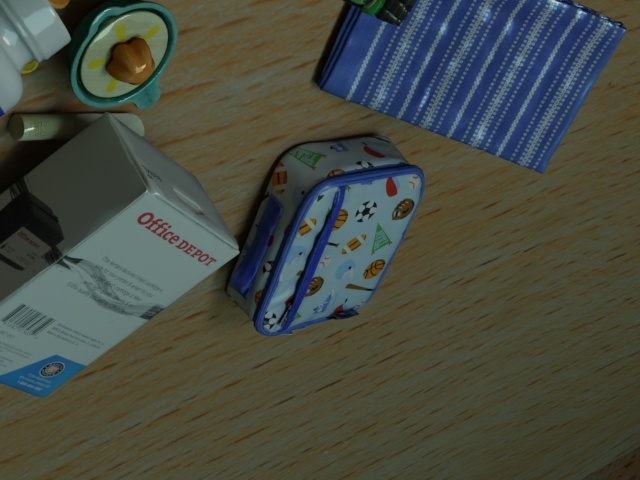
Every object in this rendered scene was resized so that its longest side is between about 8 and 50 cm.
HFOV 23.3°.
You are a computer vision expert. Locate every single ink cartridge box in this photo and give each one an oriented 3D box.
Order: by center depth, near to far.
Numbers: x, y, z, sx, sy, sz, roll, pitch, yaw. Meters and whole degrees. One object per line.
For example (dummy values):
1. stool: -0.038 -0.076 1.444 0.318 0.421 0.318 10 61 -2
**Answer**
1. ink cartridge box: -0.281 0.024 1.769 0.307 0.129 0.223 -36 151 9

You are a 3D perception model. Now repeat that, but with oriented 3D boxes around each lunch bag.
1. lunch bag: 0.000 0.000 2.169 0.243 0.115 0.303 -13 137 -40

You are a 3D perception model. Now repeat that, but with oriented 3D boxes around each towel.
1. towel: 0.188 -0.233 1.971 0.336 0.040 0.243 20 122 -12

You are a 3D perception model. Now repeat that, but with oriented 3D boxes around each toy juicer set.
1. toy juicer set: -0.242 -0.188 1.639 0.209 0.089 0.329 -24 145 -33

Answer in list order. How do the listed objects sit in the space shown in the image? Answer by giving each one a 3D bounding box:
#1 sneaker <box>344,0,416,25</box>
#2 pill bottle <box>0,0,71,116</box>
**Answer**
1. sneaker: 0.087 -0.419 1.714 0.134 0.146 0.343 -87 -163 -78
2. pill bottle: -0.373 -0.154 1.439 0.272 0.152 0.152 -37 150 -7
